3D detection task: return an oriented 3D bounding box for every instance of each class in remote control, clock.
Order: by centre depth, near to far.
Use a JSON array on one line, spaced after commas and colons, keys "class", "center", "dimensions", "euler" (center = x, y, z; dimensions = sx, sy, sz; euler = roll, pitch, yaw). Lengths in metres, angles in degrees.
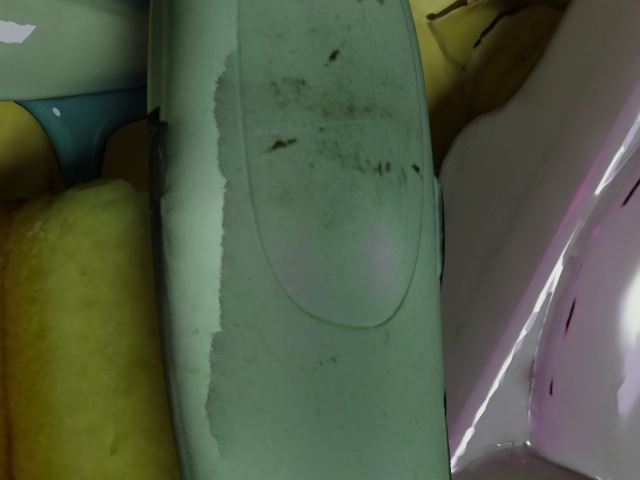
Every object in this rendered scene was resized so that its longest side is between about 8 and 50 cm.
[{"class": "remote control", "center": [-0.001, 0.001, 0.553], "dimensions": [0.097, 0.045, 0.256], "euler": [7, 67, -34]}, {"class": "clock", "center": [0.181, 0.037, 0.702], "dimensions": [0.322, 0.113, 0.296], "euler": [23, 97, -38]}]

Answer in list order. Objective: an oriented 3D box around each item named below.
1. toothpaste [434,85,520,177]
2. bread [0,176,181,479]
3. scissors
[{"class": "toothpaste", "center": [0.059, -0.011, 0.697], "dimensions": [0.194, 0.043, 0.067], "euler": [-42, 120, -5]}, {"class": "bread", "center": [-0.082, 0.184, 0.605], "dimensions": [0.233, 0.362, 0.245], "euler": [-5, 150, -1]}, {"class": "scissors", "center": [-0.125, -0.066, 0.592], "dimensions": [0.289, 0.041, 0.138], "euler": [1, 110, -26]}]
